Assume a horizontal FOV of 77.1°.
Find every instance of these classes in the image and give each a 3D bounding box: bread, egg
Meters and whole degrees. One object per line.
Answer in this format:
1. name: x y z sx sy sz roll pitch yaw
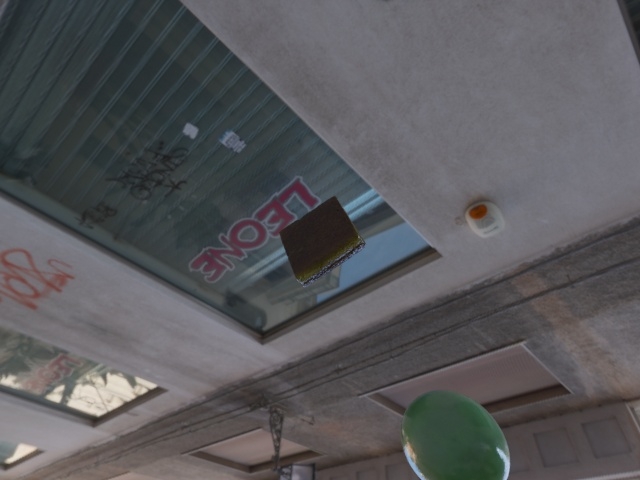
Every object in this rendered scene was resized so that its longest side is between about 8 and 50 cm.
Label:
1. bread: 0.000 0.000 0.514 0.094 0.035 0.090 -34 -137 7
2. egg: 0.310 0.474 0.942 0.220 0.220 0.270 -58 -156 -10
